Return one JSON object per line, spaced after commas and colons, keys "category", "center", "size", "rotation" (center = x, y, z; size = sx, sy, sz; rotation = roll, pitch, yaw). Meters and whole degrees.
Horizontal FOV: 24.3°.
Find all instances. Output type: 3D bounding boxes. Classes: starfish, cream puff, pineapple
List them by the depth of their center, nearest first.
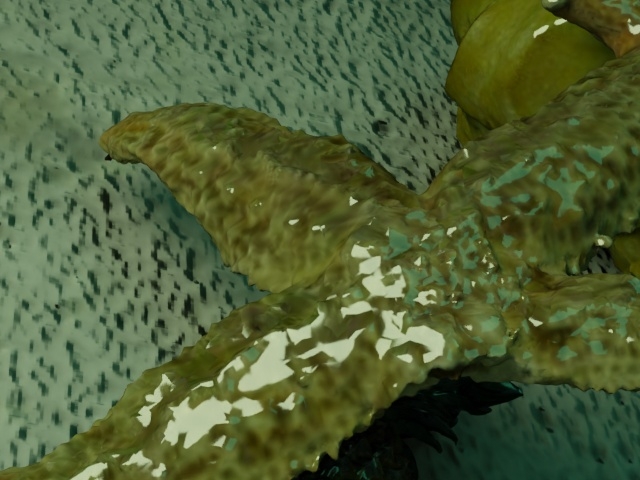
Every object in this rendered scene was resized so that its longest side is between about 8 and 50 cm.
{"category": "starfish", "center": [0.000, 0.000, 0.729], "size": [0.432, 0.082, 0.324], "rotation": [-14, 45, 4]}
{"category": "pineapple", "center": [0.023, 0.114, 0.732], "size": [0.083, 0.103, 0.221], "rotation": [57, 35, -16]}
{"category": "cream puff", "center": [0.225, -0.085, 0.986], "size": [0.274, 0.269, 0.323], "rotation": [7, 25, 36]}
